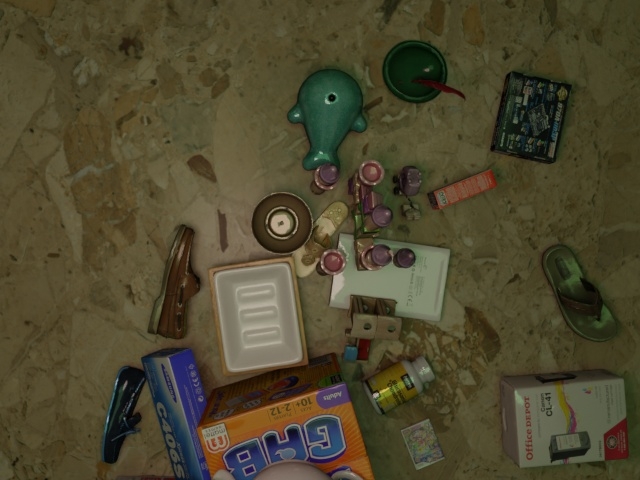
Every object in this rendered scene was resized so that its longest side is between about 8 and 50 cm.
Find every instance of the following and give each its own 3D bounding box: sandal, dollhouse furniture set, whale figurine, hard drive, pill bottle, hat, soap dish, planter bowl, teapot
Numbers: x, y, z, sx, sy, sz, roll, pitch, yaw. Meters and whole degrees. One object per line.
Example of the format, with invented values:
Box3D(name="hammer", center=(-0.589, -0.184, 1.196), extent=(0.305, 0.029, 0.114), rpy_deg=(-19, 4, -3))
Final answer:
Box3D(name="sandal", center=(0.709, 0.152, 1.875), extent=(0.120, 0.086, 0.303), rpy_deg=(-34, 93, -1))
Box3D(name="dollhouse furniture set", center=(0.134, 0.258, 1.805), extent=(0.128, 0.129, 0.184), rpy_deg=(7, 107, -3))
Box3D(name="whale figurine", center=(0.019, -0.315, 1.795), extent=(0.216, 0.141, 0.272), rpy_deg=(9, 92, -4))
Box3D(name="hard drive", center=(0.188, 0.101, 1.869), extent=(0.307, 0.040, 0.203), rpy_deg=(8, 91, -3))
Box3D(name="pill bottle", center=(0.213, 0.387, 1.848), extent=(0.184, 0.103, 0.103), rpy_deg=(-29, 93, -2))
Box3D(name="hat", center=(0.276, -0.456, 1.783), extent=(0.208, 0.183, 0.173), rpy_deg=(14, 91, -3))
Box3D(name="soap dish", center=(-0.164, 0.198, 1.814), extent=(0.228, 0.118, 0.291), rpy_deg=(-8, 93, -3))
Box3D(name="planter bowl", center=(-0.103, -0.047, 1.814), extent=(0.161, 0.109, 0.162), rpy_deg=(0, 93, -3))
Box3D(name="sandal", center=(-0.006, -0.004, 1.835), extent=(0.088, 0.079, 0.240), rpy_deg=(34, 90, -3))
Box3D(name="teapot", center=(-0.057, 0.555, 1.449), extent=(0.252, 0.187, 0.256), rpy_deg=(-34, 120, 17))

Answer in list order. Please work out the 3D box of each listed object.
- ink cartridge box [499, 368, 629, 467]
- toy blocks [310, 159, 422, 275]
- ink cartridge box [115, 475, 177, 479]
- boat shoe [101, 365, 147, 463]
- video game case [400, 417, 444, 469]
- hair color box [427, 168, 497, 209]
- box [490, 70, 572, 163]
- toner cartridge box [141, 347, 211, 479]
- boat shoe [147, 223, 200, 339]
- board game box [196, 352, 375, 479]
Box3D(name="ink cartridge box", center=(0.662, 0.483, 1.863), extent=(0.305, 0.131, 0.226), rpy_deg=(-5, 92, -4))
Box3D(name="toy blocks", center=(0.144, -0.064, 1.707), extent=(0.308, 0.260, 0.289), rpy_deg=(-2, 81, -13))
Box3D(name="ink cartridge box", center=(-0.415, 0.712, 1.721), extent=(0.271, 0.309, 0.130), rpy_deg=(1, 92, -3))
Box3D(name="boat shoe", center=(-0.518, 0.469, 1.812), extent=(0.088, 0.109, 0.259), rpy_deg=(12, 93, -7))
Box3D(name="video game case", center=(0.285, 0.568, 1.904), extent=(0.087, 0.011, 0.122), rpy_deg=(-22, 93, -2))
Box3D(name="hair color box", center=(0.381, -0.137, 1.845), extent=(0.167, 0.093, 0.054), rpy_deg=(-20, 93, -2))
Box3D(name="box", center=(0.576, -0.336, 1.870), extent=(0.175, 0.051, 0.221), rpy_deg=(11, 91, -3))
Box3D(name="toner cartridge box", center=(-0.359, 0.459, 1.786), extent=(0.075, 0.165, 0.348), rpy_deg=(-17, 93, -41))
Box3D(name="boat shoe", center=(-0.369, 0.112, 1.814), extent=(0.104, 0.111, 0.308), rpy_deg=(16, 101, -7))
Box3D(name="board game box", center=(-0.070, 0.531, 1.710), extent=(0.356, 0.356, 0.357), rpy_deg=(-16, 93, -2))
